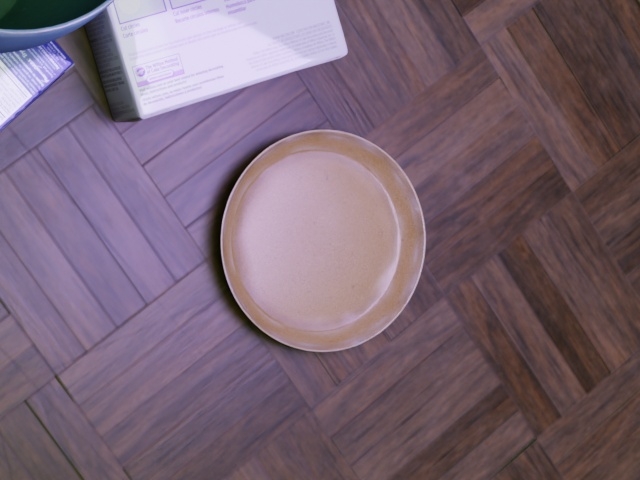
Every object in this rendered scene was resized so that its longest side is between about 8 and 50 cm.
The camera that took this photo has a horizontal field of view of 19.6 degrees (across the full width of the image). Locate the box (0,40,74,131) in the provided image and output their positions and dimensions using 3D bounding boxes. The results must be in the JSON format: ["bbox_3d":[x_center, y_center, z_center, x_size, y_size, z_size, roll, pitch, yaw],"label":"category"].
[{"bbox_3d":[-0.368,-0.149,1.818,0.225,0.036,0.136,-46,106,-18],"label":"box"}]

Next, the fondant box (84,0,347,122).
[{"bbox_3d":[-0.136,-0.310,1.882,0.238,0.096,0.330,-19,99,-21],"label":"fondant box"}]

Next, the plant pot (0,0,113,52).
[{"bbox_3d":[-0.319,-0.292,1.715,0.290,0.195,0.290,7,72,-21],"label":"plant pot"}]

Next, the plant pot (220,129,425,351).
[{"bbox_3d":[0.000,0.000,1.978,0.236,0.032,0.236,-1,92,-22],"label":"plant pot"}]
